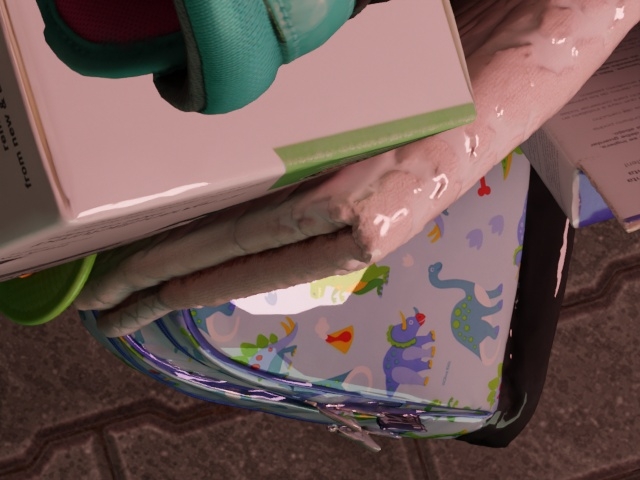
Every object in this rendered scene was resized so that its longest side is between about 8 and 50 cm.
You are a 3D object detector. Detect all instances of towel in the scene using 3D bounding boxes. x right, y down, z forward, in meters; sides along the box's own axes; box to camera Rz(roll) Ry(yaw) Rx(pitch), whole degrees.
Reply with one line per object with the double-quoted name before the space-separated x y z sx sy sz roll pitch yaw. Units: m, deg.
"towel" 0.043 -0.072 0.984 0.332 0.053 0.317 -44 -166 -31

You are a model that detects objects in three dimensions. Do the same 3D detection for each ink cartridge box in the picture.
"ink cartridge box" 0.284 -0.108 1.133 0.324 0.071 0.330 -15 -146 -5
"ink cartridge box" -0.110 -0.055 0.775 0.211 0.121 0.289 -17 179 -38

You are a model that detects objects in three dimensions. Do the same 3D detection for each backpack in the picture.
"backpack" 0.000 0.000 1.258 0.356 0.290 0.273 10 -177 -9

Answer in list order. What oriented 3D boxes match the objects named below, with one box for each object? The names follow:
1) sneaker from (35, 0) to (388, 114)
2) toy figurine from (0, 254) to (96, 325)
"sneaker" 0.018 -0.096 0.399 0.178 0.123 0.295 -21 170 10
"toy figurine" -0.226 -0.036 0.961 0.159 0.130 0.173 8 -153 -40
